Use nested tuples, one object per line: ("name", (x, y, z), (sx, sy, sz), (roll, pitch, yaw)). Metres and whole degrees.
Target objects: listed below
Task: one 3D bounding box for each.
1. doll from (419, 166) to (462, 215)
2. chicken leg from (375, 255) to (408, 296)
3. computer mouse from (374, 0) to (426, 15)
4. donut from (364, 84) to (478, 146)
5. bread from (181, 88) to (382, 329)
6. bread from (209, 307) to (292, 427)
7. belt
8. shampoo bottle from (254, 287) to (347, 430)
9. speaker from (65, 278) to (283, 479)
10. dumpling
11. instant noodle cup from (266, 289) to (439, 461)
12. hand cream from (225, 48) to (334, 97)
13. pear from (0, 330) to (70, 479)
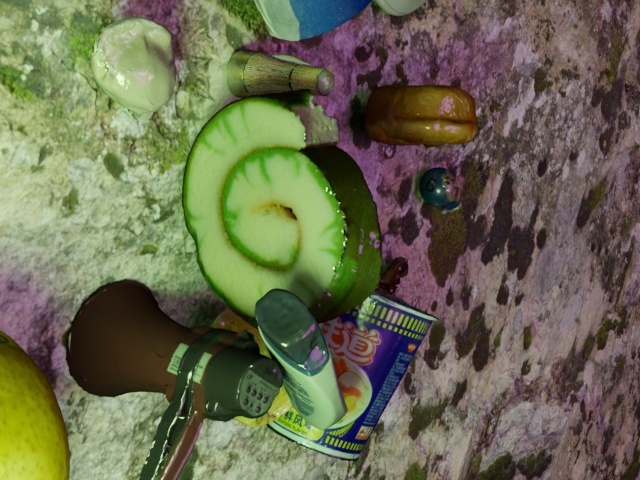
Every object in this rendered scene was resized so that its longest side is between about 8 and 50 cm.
("doll", (0.267, -0.110, 2.272), (0.152, 0.086, 0.114), (33, 50, -60))
("chicken leg", (0.125, 0.107, 2.167), (0.196, 0.081, 0.125), (-68, 152, -24))
("computer mouse", (0.203, -0.580, 2.034), (0.296, 0.121, 0.184), (-58, 139, -25))
("donut", (0.198, -0.242, 2.039), (0.227, 0.227, 0.113), (0, 91, -51))
("bread", (-0.058, -0.053, 1.649), (0.129, 0.366, 0.381), (-9, 116, -49))
("bread", (-0.124, 0.220, 1.803), (0.197, 0.171, 0.197), (-42, 147, -36))
("belt", (0.017, -0.483, 1.754), (0.347, 0.212, 0.117), (-55, 138, -32))
("shampoo bottle", (-0.020, 0.195, 1.586), (0.078, 0.134, 0.359), (-38, 154, -12))
("speaker", (-0.241, 0.213, 1.548), (0.259, 0.330, 0.198), (-42, 130, -28))
("dumpling", (-0.270, -0.260, 1.542), (0.136, 0.118, 0.199), (-56, 158, -22))
("instant noodle cup", (0.038, 0.236, 1.958), (0.284, 0.284, 0.312), (21, 90, -52))
("hand cream", (-0.063, -0.269, 1.717), (0.084, 0.203, 0.084), (-17, 113, -46))
("pear", (-0.483, 0.293, 1.227), (0.362, 0.362, 0.418), (30, 73, -51))
